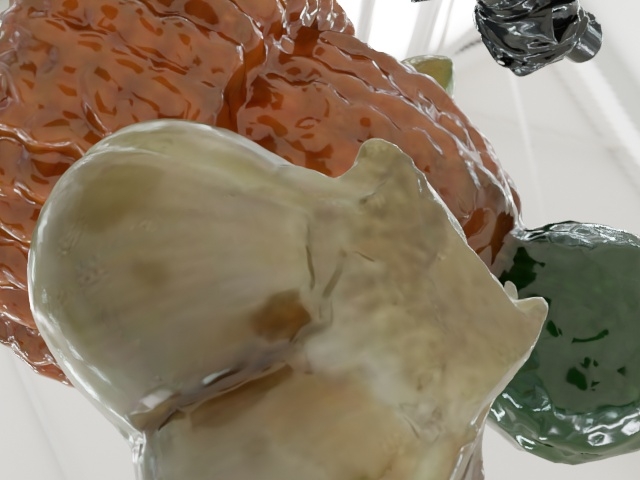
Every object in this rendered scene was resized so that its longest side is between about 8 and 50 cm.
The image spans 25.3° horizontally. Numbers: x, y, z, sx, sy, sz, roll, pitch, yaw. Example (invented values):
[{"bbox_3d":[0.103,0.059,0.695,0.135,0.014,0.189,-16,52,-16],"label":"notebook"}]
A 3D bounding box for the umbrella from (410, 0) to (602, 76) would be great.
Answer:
[{"bbox_3d":[0.154,-0.215,1.176,0.110,0.272,0.122,39,-79,46],"label":"umbrella"}]

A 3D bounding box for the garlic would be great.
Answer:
[{"bbox_3d":[-0.013,0.040,0.428,0.124,0.099,0.174,-38,-98,-27],"label":"garlic"}]

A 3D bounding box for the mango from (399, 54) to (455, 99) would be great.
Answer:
[{"bbox_3d":[0.026,-0.061,1.357,0.119,0.176,0.317,47,-114,-27],"label":"mango"}]

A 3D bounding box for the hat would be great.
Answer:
[{"bbox_3d":[0.000,0.000,0.780,0.400,0.285,0.285,24,-119,27],"label":"hat"}]
